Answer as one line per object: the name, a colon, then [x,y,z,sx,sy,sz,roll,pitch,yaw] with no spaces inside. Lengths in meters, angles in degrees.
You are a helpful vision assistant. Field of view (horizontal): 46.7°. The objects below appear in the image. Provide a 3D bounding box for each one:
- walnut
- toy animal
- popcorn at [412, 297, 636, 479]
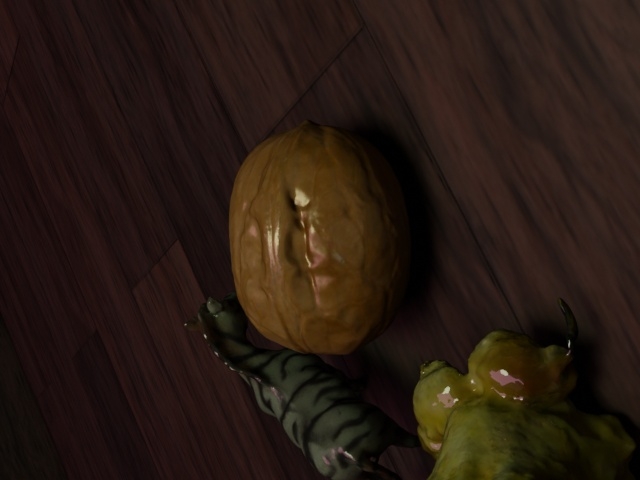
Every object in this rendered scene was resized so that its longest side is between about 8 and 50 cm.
walnut: [0.000,0.000,0.637,0.159,0.159,0.207,12,114,51]
toy animal: [-0.005,0.150,0.707,0.255,0.170,0.090,32,93,26]
popcorn: [0.153,0.168,0.523,0.173,0.168,0.195,103,173,-53]
